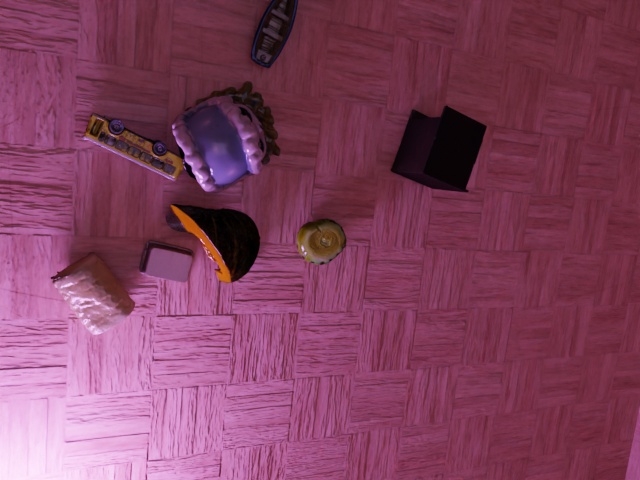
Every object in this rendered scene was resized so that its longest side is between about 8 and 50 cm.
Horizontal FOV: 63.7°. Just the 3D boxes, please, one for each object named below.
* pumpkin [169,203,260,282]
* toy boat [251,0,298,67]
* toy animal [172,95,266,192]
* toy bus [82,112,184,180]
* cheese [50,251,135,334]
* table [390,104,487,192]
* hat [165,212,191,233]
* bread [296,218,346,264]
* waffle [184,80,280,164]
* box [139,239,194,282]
[{"bbox_3d":[-0.219,-0.019,1.276,0.163,0.111,0.278,-44,126,-24],"label":"pumpkin"},{"bbox_3d":[-0.108,-0.543,1.277,0.080,0.046,0.229,20,97,-23],"label":"toy boat"},{"bbox_3d":[-0.224,-0.223,1.187,0.204,0.156,0.208,-25,107,-6],"label":"toy animal"},{"bbox_3d":[-0.427,-0.219,1.196,0.226,0.081,0.074,26,94,-29],"label":"toy bus"},{"bbox_3d":[-0.528,0.125,1.205,0.123,0.094,0.167,-35,112,-16],"label":"cheese"},{"bbox_3d":[0.341,-0.258,1.472,0.172,0.169,0.193,17,91,-26],"label":"table"},{"bbox_3d":[-0.340,-0.052,1.284,0.087,0.058,0.042,22,48,-4],"label":"hat"},{"bbox_3d":[0.000,0.000,1.424,0.139,0.071,0.130,-32,108,-13],"label":"bread"},{"bbox_3d":[-0.206,-0.272,1.292,0.204,0.054,0.223,-27,108,-17],"label":"waffle"},{"bbox_3d":[-0.377,0.056,1.276,0.122,0.062,0.089,15,93,-26],"label":"box"}]
